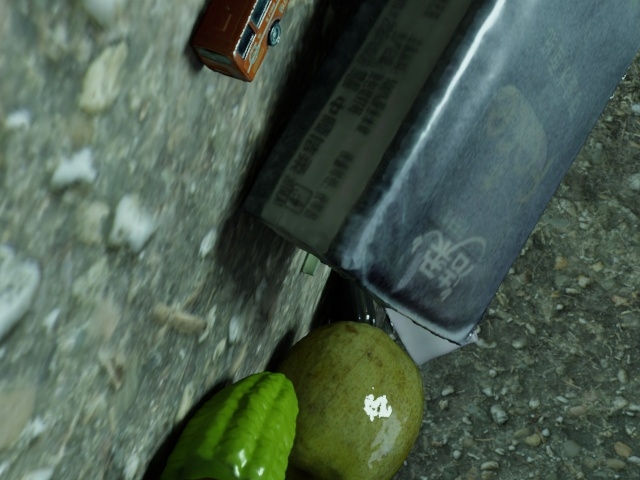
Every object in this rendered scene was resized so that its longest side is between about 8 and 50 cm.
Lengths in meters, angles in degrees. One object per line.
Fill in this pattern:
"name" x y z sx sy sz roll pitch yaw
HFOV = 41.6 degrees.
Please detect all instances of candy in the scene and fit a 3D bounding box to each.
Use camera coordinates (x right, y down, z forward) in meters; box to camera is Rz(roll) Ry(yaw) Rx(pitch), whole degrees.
"candy" -0.066 0.170 0.719 0.209 0.096 0.097 -55 164 -68

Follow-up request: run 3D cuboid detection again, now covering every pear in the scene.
"pear" 0.026 0.209 1.023 0.211 0.188 0.228 -48 161 -32

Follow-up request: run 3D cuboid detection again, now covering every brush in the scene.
"brush" 0.000 0.000 0.965 0.013 0.016 0.084 157 -45 -85

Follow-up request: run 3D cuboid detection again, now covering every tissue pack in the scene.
"tissue pack" 0.133 -0.126 0.715 0.394 0.124 0.288 -58 145 -2

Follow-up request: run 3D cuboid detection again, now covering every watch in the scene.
"watch" 0.151 0.089 1.341 0.248 0.211 0.217 47 21 -65

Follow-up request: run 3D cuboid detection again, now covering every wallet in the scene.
"wallet" 0.045 0.117 1.263 0.250 0.044 0.149 100 -14 -57

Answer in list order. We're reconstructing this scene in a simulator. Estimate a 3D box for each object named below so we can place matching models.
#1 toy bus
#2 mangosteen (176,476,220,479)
"toy bus" -0.030 -0.139 0.438 0.043 0.031 0.110 45 67 -73
"mangosteen" -0.062 0.360 0.498 0.435 0.382 0.382 66 25 -15
